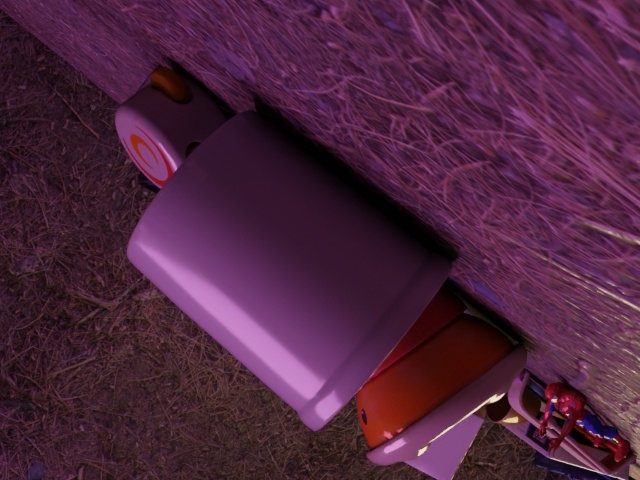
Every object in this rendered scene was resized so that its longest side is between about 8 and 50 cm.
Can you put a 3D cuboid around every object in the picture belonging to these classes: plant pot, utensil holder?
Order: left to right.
[{"bbox_3d":[-0.051,0.039,1.311,0.385,0.328,0.327,39,176,4],"label":"utensil holder"},{"bbox_3d":[0.478,0.390,2.091,0.095,0.134,0.134,21,180,-15],"label":"plant pot"}]

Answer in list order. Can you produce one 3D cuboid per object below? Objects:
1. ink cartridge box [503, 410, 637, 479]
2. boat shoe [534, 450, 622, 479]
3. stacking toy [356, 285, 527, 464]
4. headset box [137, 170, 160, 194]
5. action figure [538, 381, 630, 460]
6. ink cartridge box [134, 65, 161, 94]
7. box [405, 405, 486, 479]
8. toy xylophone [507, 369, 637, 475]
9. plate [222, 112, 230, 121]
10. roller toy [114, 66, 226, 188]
[{"bbox_3d":[0.631,0.506,2.177,0.307,0.072,0.303,18,-179,-17],"label":"ink cartridge box"},{"bbox_3d":[0.668,0.603,2.218,0.109,0.089,0.258,20,-179,-35],"label":"boat shoe"},{"bbox_3d":[0.118,0.138,1.605,0.480,0.350,0.350,55,179,11],"label":"stacking toy"},{"bbox_3d":[-0.306,-0.171,2.055,0.218,0.110,0.293,32,-164,-17],"label":"headset box"},{"bbox_3d":[0.491,0.375,1.681,0.280,0.139,0.091,44,172,-35],"label":"action figure"},{"bbox_3d":[-0.337,-0.269,1.705,0.072,0.127,0.175,38,176,-16],"label":"ink cartridge box"},{"bbox_3d":[0.334,0.452,2.305,0.168,0.215,0.345,27,-161,8],"label":"box"},{"bbox_3d":[0.552,0.413,1.900,0.322,0.081,0.236,38,176,-5],"label":"toy xylophone"},{"bbox_3d":[-0.165,-0.205,1.657,0.188,0.024,0.188,38,175,4],"label":"plate"},{"bbox_3d":[-0.258,-0.196,1.538,0.209,0.146,0.191,54,155,-12],"label":"roller toy"}]
